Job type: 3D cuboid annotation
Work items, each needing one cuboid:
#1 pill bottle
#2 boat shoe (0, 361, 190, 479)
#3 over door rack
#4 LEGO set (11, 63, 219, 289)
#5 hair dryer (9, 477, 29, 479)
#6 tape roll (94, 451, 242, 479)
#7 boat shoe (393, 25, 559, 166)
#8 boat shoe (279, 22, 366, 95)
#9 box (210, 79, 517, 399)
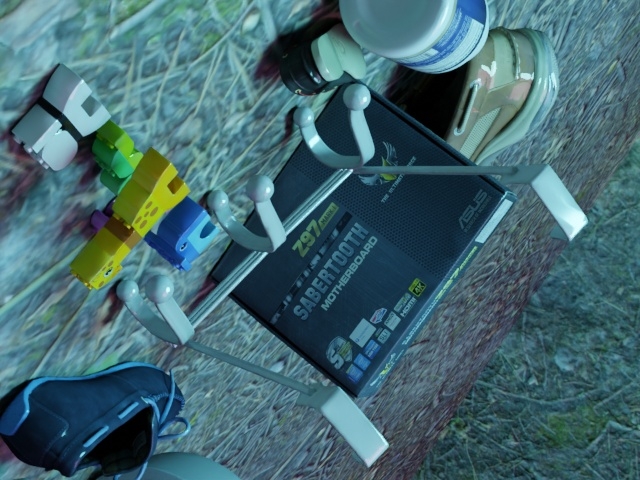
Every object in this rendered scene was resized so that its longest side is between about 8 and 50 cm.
[{"bbox_3d":[0.086,-0.190,1.078,0.094,0.094,0.169,-56,163,13],"label":"pill bottle"},{"bbox_3d":[-0.184,0.171,1.118,0.109,0.089,0.258,-57,162,15],"label":"boat shoe"},{"bbox_3d":[0.000,0.000,0.964,0.239,0.324,0.108,-46,123,-17],"label":"over door rack"},{"bbox_3d":[-0.139,-0.015,0.869,0.093,0.087,0.227,-50,162,-8],"label":"LEGO set"},{"bbox_3d":[-0.341,0.301,0.992,0.224,0.080,0.293,-55,161,15],"label":"hair dryer"},{"bbox_3d":[-0.152,0.325,1.287,0.219,0.219,0.072,-57,161,16],"label":"tape roll"},{"bbox_3d":[0.108,-0.101,1.318,0.116,0.123,0.324,6,138,-30],"label":"boat shoe"},{"bbox_3d":[0.004,-0.146,1.051,0.042,0.049,0.133,-21,-174,22],"label":"boat shoe"},{"bbox_3d":[0.037,-0.002,1.175,0.233,0.183,0.059,-54,162,9],"label":"box"}]
